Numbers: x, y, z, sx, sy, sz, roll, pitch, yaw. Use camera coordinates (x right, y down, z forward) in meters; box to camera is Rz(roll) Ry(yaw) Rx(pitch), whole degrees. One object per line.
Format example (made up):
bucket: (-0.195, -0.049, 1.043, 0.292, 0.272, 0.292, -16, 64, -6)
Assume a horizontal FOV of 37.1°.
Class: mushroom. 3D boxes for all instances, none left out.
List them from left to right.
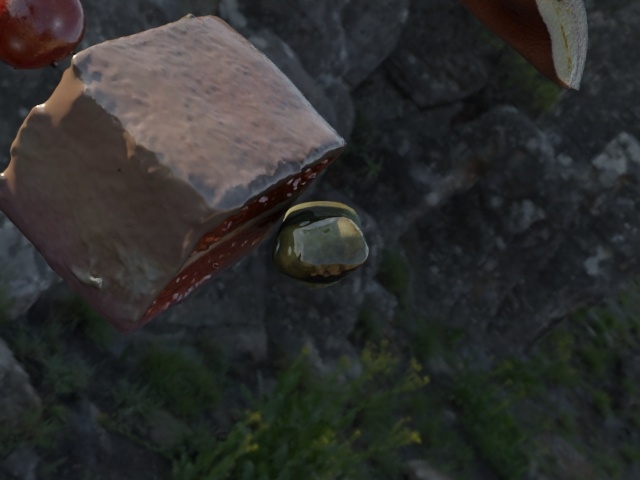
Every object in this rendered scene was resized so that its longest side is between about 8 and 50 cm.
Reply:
mushroom: (0.000, 0.000, 1.084, 0.100, 0.081, 0.312, 3, 7, 0)

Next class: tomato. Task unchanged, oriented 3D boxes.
tomato: (-0.465, -0.359, 1.556, 0.167, 0.167, 0.167, 40, 20, -18)

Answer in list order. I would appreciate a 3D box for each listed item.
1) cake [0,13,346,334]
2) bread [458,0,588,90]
cake: (-0.156, -0.078, 1.027, 0.230, 0.237, 0.309, 43, 34, 5)
bread: (0.214, -0.250, 0.993, 0.192, 0.067, 0.119, 48, -20, 19)
